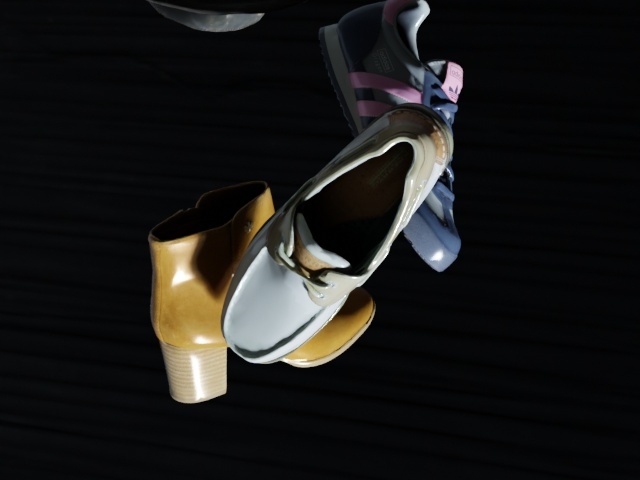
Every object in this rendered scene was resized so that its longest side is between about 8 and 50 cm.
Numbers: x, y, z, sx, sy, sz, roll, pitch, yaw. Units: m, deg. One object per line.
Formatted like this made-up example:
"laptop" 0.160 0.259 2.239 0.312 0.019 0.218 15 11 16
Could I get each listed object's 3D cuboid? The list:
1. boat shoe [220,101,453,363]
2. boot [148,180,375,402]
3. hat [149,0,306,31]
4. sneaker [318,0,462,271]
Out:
"boat shoe" 0.000 0.000 1.112 0.302 0.113 0.103 -53 177 19
"boot" -0.050 0.033 1.282 0.295 0.104 0.211 -22 125 -37
"hat" -0.095 -0.307 1.271 0.134 0.331 0.331 94 15 -52
"sneaker" 0.105 -0.127 1.303 0.112 0.131 0.319 31 36 -66
